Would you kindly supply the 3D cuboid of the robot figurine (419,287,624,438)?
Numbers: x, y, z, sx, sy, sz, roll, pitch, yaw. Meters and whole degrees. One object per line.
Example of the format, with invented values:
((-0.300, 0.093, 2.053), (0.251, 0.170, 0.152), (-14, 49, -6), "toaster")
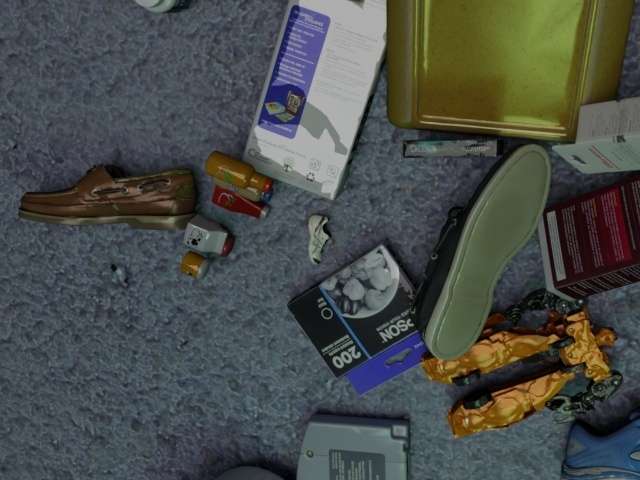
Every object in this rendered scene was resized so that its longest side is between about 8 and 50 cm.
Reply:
((0.314, 0.189, 1.348), (0.291, 0.085, 0.211), (-23, 98, 15), "robot figurine")

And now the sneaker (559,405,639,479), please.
((0.515, 0.314, 1.285), (0.329, 0.129, 0.147), (-5, 73, 33), "sneaker")

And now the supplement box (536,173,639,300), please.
((0.428, -0.012, 1.211), (0.239, 0.073, 0.130), (-22, 59, 38), "supplement box")

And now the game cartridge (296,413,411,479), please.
((0.058, 0.442, 1.505), (0.198, 0.062, 0.297), (3, 105, 18), "game cartridge")

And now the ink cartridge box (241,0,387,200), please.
((0.002, -0.243, 1.334), (0.165, 0.065, 0.333), (22, 110, 8), "ink cartridge box")

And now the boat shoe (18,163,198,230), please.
((-0.353, -0.079, 1.454), (0.307, 0.111, 0.105), (1, 101, 4), "boat shoe")

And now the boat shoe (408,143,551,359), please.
((0.225, 0.005, 1.295), (0.127, 0.113, 0.340), (9, 108, -31), "boat shoe")

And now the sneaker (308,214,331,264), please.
((0.000, 0.000, 1.414), (0.036, 0.032, 0.083), (2, 105, 14), "sneaker")

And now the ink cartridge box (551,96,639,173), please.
((0.412, -0.140, 1.155), (0.180, 0.104, 0.060), (-2, 69, 44), "ink cartridge box")

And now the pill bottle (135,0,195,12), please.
((-0.240, -0.382, 1.329), (0.067, 0.120, 0.067), (4, 106, 14), "pill bottle")

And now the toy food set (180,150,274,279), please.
((-0.142, -0.033, 1.399), (0.104, 0.111, 0.232), (23, 118, 7), "toy food set")

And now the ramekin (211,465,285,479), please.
((-0.127, 0.527, 1.501), (0.277, 0.135, 0.277), (10, 112, 27), "ramekin")

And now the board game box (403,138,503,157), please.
((0.194, -0.133, 1.246), (0.126, 0.186, 0.026), (1, 97, 14), "board game box")

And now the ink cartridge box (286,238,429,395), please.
((0.082, 0.136, 1.419), (0.206, 0.045, 0.208), (-34, 95, 23), "ink cartridge box")

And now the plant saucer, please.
((0.246, -0.264, 1.185), (0.332, 0.081, 0.333), (6, 131, 13), "plant saucer")
